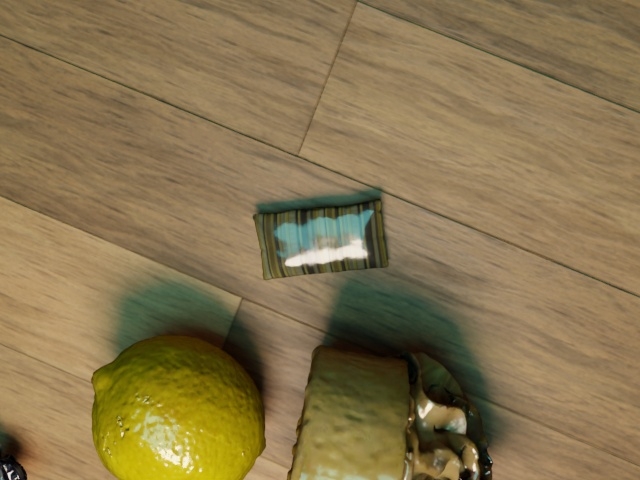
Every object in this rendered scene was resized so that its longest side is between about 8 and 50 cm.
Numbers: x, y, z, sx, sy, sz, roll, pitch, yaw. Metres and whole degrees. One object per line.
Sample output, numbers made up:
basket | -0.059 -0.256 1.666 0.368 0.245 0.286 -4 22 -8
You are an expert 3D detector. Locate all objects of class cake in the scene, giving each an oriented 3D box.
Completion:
cake | 0.113 0.329 1.000 0.321 0.332 0.332 10 101 0

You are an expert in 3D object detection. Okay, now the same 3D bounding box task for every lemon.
lemon | -0.215 0.271 1.062 0.267 0.267 0.267 1 100 7

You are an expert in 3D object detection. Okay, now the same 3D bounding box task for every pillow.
pillow | 0.000 0.000 1.092 0.204 0.038 0.113 -5 102 9

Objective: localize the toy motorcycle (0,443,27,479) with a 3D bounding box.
toy motorcycle | -0.628 0.499 1.218 0.213 0.125 0.358 17 105 8
